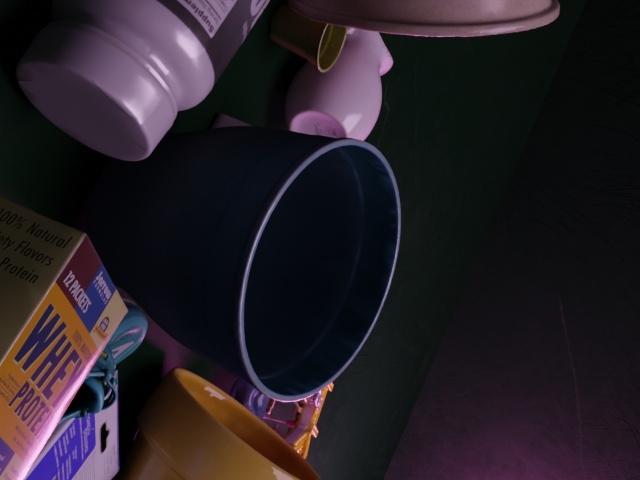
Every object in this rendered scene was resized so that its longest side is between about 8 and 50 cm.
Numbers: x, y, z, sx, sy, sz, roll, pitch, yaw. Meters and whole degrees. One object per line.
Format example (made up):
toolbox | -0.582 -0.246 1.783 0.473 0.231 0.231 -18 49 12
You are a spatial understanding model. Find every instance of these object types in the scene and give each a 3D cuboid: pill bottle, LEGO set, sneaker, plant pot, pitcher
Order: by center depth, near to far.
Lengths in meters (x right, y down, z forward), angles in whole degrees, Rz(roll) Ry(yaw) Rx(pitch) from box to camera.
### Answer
pill bottle | -0.139 -0.220 1.120 0.283 0.161 0.161 -60 161 -23
sneaker | -0.256 0.143 1.291 0.275 0.110 0.107 -38 147 -60
plant pot | -0.095 -0.003 1.302 0.271 0.255 0.271 -32 132 -46
plant pot | 0.130 -0.428 1.472 0.334 0.334 0.305 -39 136 -57
plant pot | -0.018 -0.262 1.556 0.083 0.079 0.083 -54 157 -36
plant pot | -0.165 0.332 1.606 0.239 0.254 0.254 -51 162 0
pitcher | 0.020 -0.229 1.678 0.178 0.125 0.207 66 34 -38
LEGO set | -0.065 0.277 1.978 0.132 0.107 0.287 89 21 -45

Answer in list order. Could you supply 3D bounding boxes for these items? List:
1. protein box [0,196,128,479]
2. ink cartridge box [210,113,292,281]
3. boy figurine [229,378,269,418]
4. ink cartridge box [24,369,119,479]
protein box | -0.294 0.071 0.948 0.201 0.200 0.136 -61 161 -23
ink cartridge box | -0.066 -0.013 1.558 0.168 0.171 0.232 -63 161 -14
boy figurine | -0.143 0.300 1.838 0.285 0.092 0.177 -61 161 -19
ink cartridge box | -0.302 0.268 1.402 0.208 0.045 0.206 -51 159 -41
